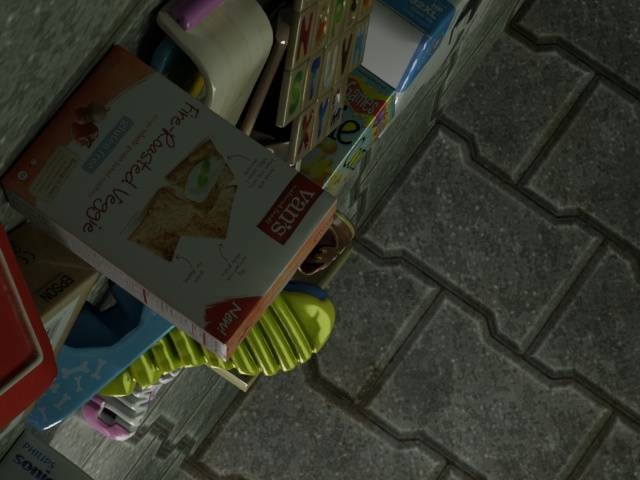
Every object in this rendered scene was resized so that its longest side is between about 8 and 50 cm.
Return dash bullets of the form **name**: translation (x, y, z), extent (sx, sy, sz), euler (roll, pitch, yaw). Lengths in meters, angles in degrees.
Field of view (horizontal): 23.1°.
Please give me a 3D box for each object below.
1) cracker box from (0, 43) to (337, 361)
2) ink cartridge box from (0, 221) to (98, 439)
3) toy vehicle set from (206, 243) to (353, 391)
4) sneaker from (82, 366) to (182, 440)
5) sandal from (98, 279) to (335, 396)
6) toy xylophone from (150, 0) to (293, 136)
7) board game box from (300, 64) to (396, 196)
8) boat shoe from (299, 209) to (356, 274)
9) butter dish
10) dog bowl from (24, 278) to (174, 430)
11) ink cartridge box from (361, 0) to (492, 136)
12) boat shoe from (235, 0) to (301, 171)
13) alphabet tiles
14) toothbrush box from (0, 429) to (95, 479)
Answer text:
- **cracker box**: translation (-0.123, -0.032, 1.293), extent (0.156, 0.232, 0.067), euler (-53, 173, -16)
- **ink cartridge box**: translation (-0.311, 0.116, 1.342), extent (0.193, 0.088, 0.235), euler (-60, 172, 33)
- **toy vehicle set**: translation (-0.095, 0.065, 2.241), extent (0.267, 0.166, 0.035), euler (-52, 172, -22)
- **sneaker**: translation (-0.237, 0.162, 2.107), extent (0.236, 0.095, 0.104), euler (-54, -178, 36)
- **sandal**: translation (-0.137, 0.092, 1.875), extent (0.138, 0.317, 0.126), euler (-77, 158, -60)
- **toy xylophone**: translation (-0.127, -0.116, 1.495), extent (0.323, 0.081, 0.236), euler (-59, 173, 34)
- **board game box**: translation (-0.043, -0.098, 1.903), extent (0.275, 0.142, 0.144), euler (-54, 173, -5)
- **boat shoe**: translation (0.000, 0.000, 1.819), extent (0.060, 0.064, 0.178), euler (-54, 173, -14)
- **butter dish**: translation (-0.293, 0.071, 1.148), extent (0.118, 0.160, 0.160), euler (-6, -158, 31)
- **dog bowl**: translation (-0.204, 0.078, 1.575), extent (0.297, 0.074, 0.166), euler (-41, -170, -5)
- **ink cartridge box**: translation (0.138, -0.322, 2.121), extent (0.307, 0.129, 0.223), euler (-50, 171, -37)
- **boat shoe**: translation (-0.062, -0.135, 1.735), extent (0.324, 0.116, 0.097), euler (-61, 170, 18)
- **alphabet tiles**: translation (0.020, -0.258, 1.576), extent (0.285, 0.011, 0.343), euler (-46, 148, -64)
- **toothbrush box**: translation (-0.401, 0.406, 1.970), extent (0.295, 0.126, 0.216), euler (-52, 171, -14)
